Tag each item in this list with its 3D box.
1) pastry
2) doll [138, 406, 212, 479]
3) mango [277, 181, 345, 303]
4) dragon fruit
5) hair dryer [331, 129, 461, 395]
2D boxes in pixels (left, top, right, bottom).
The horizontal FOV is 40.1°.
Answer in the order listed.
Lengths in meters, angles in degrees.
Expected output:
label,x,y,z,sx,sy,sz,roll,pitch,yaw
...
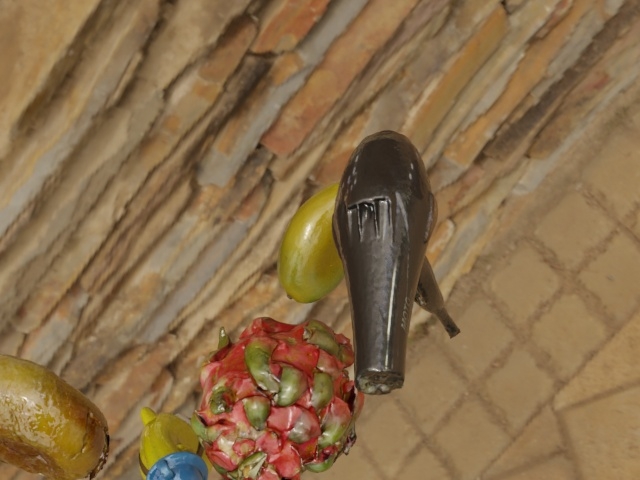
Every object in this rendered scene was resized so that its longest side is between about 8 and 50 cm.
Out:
label,x,y,z,sx,sy,sz,roll,pitch,yaw
pastry,-0.589,0.362,1.776,0.356,0.356,0.164,-3,48,40
doll,-0.278,0.397,1.623,0.145,0.363,0.199,-39,90,-8
mango,-0.003,0.002,1.271,0.085,0.122,0.191,35,119,47
dragon fruit,-0.059,0.243,1.344,0.237,0.302,0.231,4,113,40
hair dryer,0.116,0.072,1.029,0.120,0.359,0.304,-13,57,20
